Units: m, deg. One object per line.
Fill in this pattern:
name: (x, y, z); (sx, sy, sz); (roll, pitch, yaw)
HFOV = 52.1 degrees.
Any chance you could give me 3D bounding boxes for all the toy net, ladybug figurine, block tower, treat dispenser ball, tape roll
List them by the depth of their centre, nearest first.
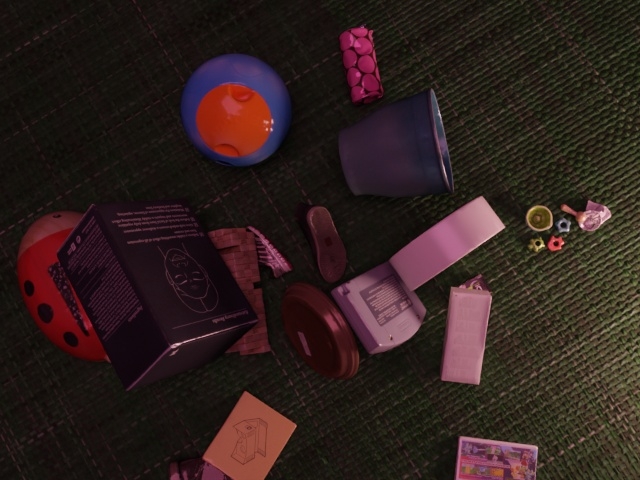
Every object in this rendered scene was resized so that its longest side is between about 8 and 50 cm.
tape roll: (0.314, 0.009, 1.635); (0.286, 0.286, 0.100); (-35, 82, -1)
treat dispenser ball: (-0.218, -0.336, 1.702); (0.289, 0.288, 0.287); (0, 83, 3)
block tower: (-0.215, 0.134, 1.720); (0.091, 0.097, 0.335); (-13, 85, 38)
ladybug figurine: (-0.645, 0.120, 1.733); (0.305, 0.162, 0.449); (-32, 83, -1)
toy net: (0.663, -0.043, 1.739); (0.233, 0.045, 0.121); (-9, 82, 2)

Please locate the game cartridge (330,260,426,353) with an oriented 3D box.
game cartridge: (0.156, 0.167, 1.634); (0.062, 0.297, 0.198); (-32, 83, 32)

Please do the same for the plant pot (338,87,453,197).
plant pot: (0.190, -0.230, 1.692); (0.256, 0.272, 0.271); (-10, 82, 16)

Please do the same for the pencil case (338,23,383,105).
pencil case: (0.115, -0.479, 1.803); (0.098, 0.095, 0.209); (-8, 84, -19)

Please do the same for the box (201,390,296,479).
box: (-0.183, 0.517, 1.687); (0.165, 0.021, 0.201); (34, 64, 1)

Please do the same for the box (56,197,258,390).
box: (-0.395, 0.115, 1.599); (0.212, 0.294, 0.395); (-44, 70, 31)

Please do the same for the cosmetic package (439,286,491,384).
cosmetic package: (0.370, 0.243, 1.682); (0.099, 0.060, 0.238); (6, 102, 2)

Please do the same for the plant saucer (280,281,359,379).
plant saucer: (-0.012, 0.233, 1.637); (0.041, 0.278, 0.277); (-30, 81, -31)

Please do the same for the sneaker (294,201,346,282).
sneaker: (0.000, 0.000, 1.763); (0.083, 0.118, 0.221); (-21, 111, -18)

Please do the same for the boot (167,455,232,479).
boot: (-0.259, 0.650, 1.689); (0.229, 0.091, 0.262); (-13, 90, -7)

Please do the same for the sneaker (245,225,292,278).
sneaker: (-0.155, 0.036, 1.766); (0.075, 0.063, 0.170); (-42, 81, 1)

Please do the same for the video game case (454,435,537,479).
video game case: (0.448, 0.609, 1.685); (0.202, 0.023, 0.183); (6, 84, 5)

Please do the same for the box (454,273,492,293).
box: (0.398, 0.134, 1.729); (0.083, 0.052, 0.062); (-30, 82, -2)
